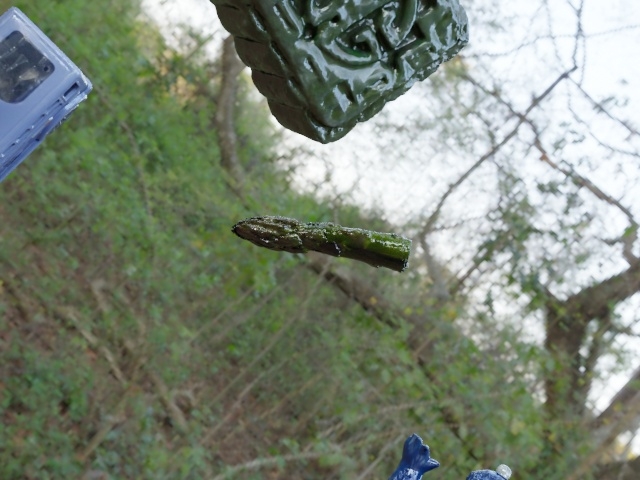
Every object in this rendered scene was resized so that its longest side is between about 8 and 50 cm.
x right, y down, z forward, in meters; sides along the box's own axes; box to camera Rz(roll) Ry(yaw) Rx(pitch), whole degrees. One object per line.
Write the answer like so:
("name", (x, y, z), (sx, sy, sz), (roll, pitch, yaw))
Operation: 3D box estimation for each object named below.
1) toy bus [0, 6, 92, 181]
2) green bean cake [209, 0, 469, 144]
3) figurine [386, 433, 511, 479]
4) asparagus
("toy bus", (-0.220, -0.061, 0.577), (0.073, 0.167, 0.076), (45, -7, -10))
("green bean cake", (0.018, -0.197, 0.795), (0.183, 0.185, 0.094), (60, -12, -27))
("figurine", (0.122, 0.356, 1.074), (0.164, 0.262, 0.121), (30, 0, -1))
("asparagus", (0.000, 0.000, 0.873), (0.030, 0.165, 0.036), (-77, 172, -51))
